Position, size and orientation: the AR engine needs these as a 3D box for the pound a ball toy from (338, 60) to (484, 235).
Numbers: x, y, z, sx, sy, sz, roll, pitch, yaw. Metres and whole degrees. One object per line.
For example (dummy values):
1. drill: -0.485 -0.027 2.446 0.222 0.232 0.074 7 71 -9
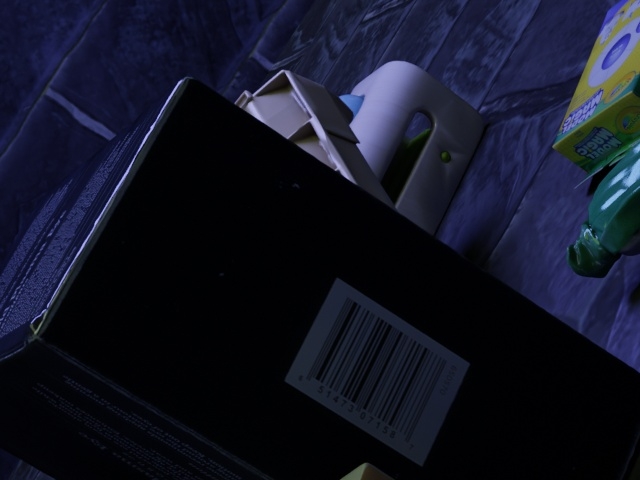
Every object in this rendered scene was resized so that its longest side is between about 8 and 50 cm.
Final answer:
1. pound a ball toy: 0.000 0.000 1.639 0.319 0.136 0.208 -62 15 -26

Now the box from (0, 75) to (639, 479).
1. box: -0.033 0.095 1.077 0.179 0.343 0.312 -63 16 -22

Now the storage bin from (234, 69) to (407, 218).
1. storage bin: -0.027 0.042 1.402 0.260 0.123 0.262 -49 47 23

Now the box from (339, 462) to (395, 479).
1. box: 0.049 0.219 0.868 0.091 0.170 0.130 -43 18 46

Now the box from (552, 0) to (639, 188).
1. box: 0.238 -0.127 1.317 0.105 0.043 0.179 -38 24 53

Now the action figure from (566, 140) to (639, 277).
1. action figure: 0.241 -0.056 1.090 0.232 0.063 0.137 -44 19 26
